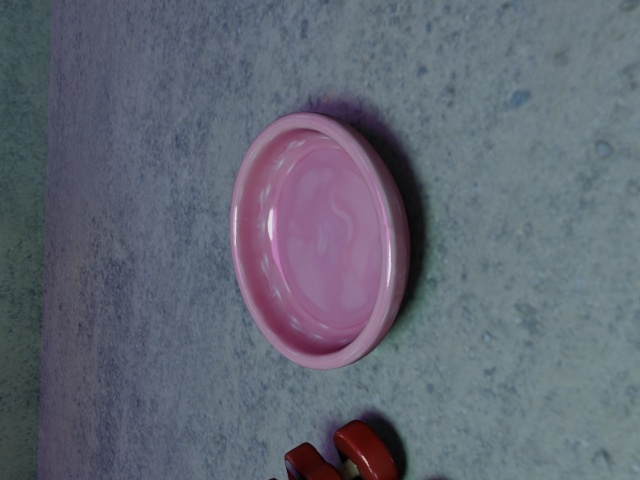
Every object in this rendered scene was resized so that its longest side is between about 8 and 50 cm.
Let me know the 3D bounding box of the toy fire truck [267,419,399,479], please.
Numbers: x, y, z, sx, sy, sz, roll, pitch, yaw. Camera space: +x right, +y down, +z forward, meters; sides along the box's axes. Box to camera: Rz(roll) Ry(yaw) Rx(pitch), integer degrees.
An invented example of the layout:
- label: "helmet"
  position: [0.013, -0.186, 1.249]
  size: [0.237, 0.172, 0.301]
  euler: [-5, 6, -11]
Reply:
- label: "toy fire truck"
  position: [0.054, 0.400, 0.777]
  size: [0.302, 0.169, 0.253]
  euler: [38, 147, 41]

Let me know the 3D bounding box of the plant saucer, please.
- label: "plant saucer"
  position: [0.000, 0.000, 0.813]
  size: [0.332, 0.084, 0.331]
  euler: [9, 102, 50]
